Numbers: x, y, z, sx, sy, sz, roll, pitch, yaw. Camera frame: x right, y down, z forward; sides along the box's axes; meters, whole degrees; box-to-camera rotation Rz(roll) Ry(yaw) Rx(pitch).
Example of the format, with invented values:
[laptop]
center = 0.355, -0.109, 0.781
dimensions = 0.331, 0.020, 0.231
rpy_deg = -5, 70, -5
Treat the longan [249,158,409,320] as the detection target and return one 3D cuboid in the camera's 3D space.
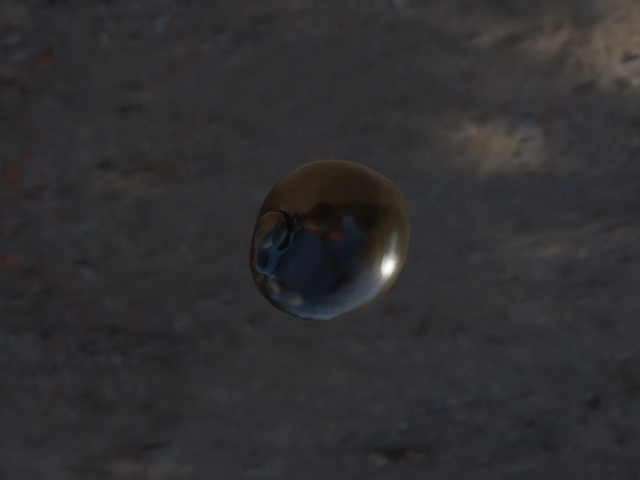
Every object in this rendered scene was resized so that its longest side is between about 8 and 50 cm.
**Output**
[longan]
center = 0.000, 0.000, 1.159
dimensions = 0.106, 0.106, 0.119
rpy_deg = -31, 162, 35
